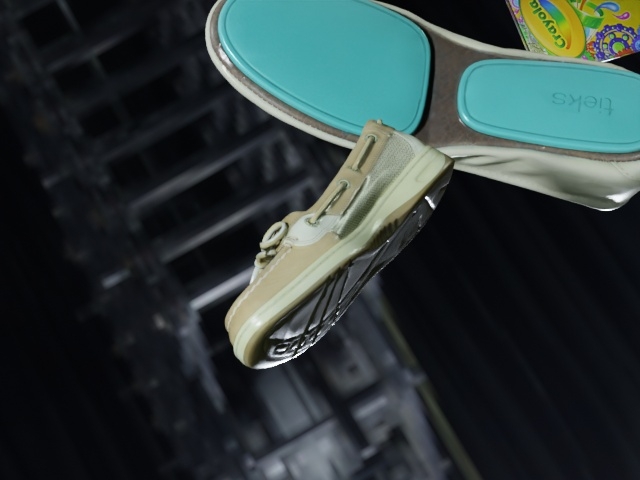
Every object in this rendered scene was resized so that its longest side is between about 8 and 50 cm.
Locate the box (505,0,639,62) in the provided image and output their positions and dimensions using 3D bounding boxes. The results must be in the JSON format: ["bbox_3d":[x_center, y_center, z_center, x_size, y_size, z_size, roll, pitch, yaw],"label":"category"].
[{"bbox_3d":[0.276,-0.275,1.327,0.279,0.177,0.290,-14,22,31],"label":"box"}]

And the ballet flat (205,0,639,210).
[{"bbox_3d":[0.059,-0.069,1.041,0.248,0.086,0.086,16,-31,1],"label":"ballet flat"}]

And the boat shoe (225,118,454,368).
[{"bbox_3d":[0.001,-0.002,0.839,0.153,0.048,0.056,-45,-16,-40],"label":"boat shoe"}]
